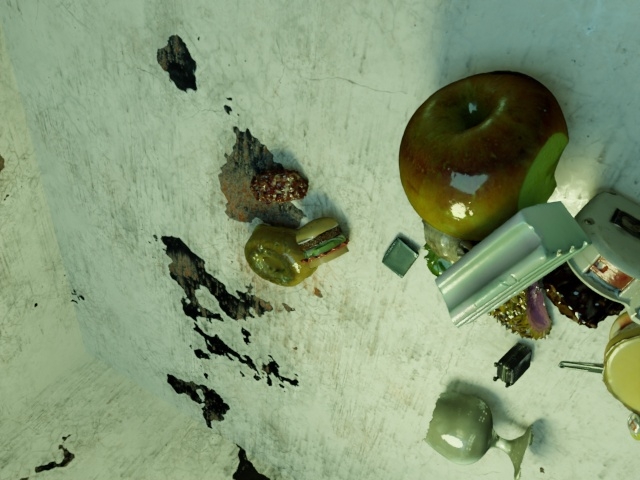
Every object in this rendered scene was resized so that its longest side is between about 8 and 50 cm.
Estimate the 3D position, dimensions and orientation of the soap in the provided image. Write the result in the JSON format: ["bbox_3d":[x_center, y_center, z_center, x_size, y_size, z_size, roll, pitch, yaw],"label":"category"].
[{"bbox_3d":[0.391,0.063,1.319,0.347,0.208,0.115,-48,62,43],"label":"soap"}]

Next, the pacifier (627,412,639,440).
[{"bbox_3d":[0.914,0.527,1.728,0.064,0.068,0.083,6,118,-9],"label":"pacifier"}]

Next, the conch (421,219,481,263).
[{"bbox_3d":[0.385,-0.008,1.578,0.159,0.210,0.291,84,167,-61],"label":"conch"}]

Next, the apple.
[{"bbox_3d":[0.372,-0.177,1.375,0.384,0.374,0.374,-26,111,5],"label":"apple"}]

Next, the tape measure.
[{"bbox_3d":[0.670,0.023,1.332,0.265,0.258,0.130,33,139,10],"label":"tape measure"}]

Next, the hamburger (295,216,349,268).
[{"bbox_3d":[0.000,0.001,1.892,0.175,0.175,0.137,-21,97,45],"label":"hamburger"}]

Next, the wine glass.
[{"bbox_3d":[0.511,0.637,1.982,0.322,0.238,0.238,19,133,19],"label":"wine glass"}]

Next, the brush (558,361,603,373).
[{"bbox_3d":[0.800,0.360,1.692,0.266,0.027,0.062,0,123,41],"label":"brush"}]

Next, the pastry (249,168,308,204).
[{"bbox_3d":[-0.136,-0.166,1.902,0.208,0.097,0.115,2,114,37],"label":"pastry"}]

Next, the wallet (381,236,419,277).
[{"bbox_3d":[0.243,0.050,1.844,0.088,0.026,0.129,38,139,10],"label":"wallet"}]

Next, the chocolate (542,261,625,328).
[{"bbox_3d":[0.648,0.151,1.518,0.224,0.177,0.206,34,137,11],"label":"chocolate"}]

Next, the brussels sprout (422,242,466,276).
[{"bbox_3d":[0.376,0.055,1.705,0.181,0.100,0.139,37,123,13],"label":"brussels sprout"}]

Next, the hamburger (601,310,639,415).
[{"bbox_3d":[0.847,0.297,1.481,0.261,0.186,0.303,-25,101,42],"label":"hamburger"}]

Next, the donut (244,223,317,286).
[{"bbox_3d":[-0.133,0.055,2.054,0.261,0.128,0.209,8,129,34],"label":"donut"}]

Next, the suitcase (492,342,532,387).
[{"bbox_3d":[0.569,0.365,1.790,0.059,0.126,0.086,28,138,39],"label":"suitcase"}]

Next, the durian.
[{"bbox_3d":[0.509,0.179,1.648,0.191,0.112,0.341,-4,140,30],"label":"durian"}]
